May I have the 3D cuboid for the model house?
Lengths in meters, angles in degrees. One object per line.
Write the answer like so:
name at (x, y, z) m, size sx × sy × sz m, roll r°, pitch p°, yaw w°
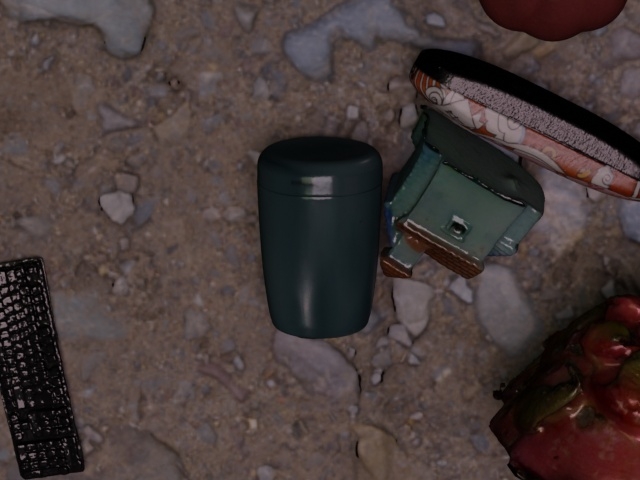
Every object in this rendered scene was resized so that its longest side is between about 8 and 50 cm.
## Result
model house at (0.119, -0.024, 1.793) m, size 0.148 × 0.119 × 0.148 m, roll 32°, pitch 111°, yaw -11°

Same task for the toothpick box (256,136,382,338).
toothpick box at (0.000, 0.000, 1.785) m, size 0.120 × 0.120 × 0.184 m, roll -1°, pitch 107°, yaw -1°

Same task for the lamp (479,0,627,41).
lamp at (0.215, -0.273, 1.717) m, size 0.182 × 0.140 × 0.182 m, roll 0°, pitch 86°, yaw 0°

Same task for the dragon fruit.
dragon fruit at (0.342, 0.176, 1.748) m, size 0.296 × 0.314 × 0.263 m, roll 41°, pitch 95°, yaw -11°

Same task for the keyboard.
keyboard at (-0.292, 0.132, 1.860) m, size 0.072 × 0.023 × 0.231 m, roll -9°, pitch 105°, yaw 3°

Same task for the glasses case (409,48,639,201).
glasses case at (0.208, -0.110, 1.770) m, size 0.267 × 0.103 × 0.067 m, roll 25°, pitch 102°, yaw -7°
